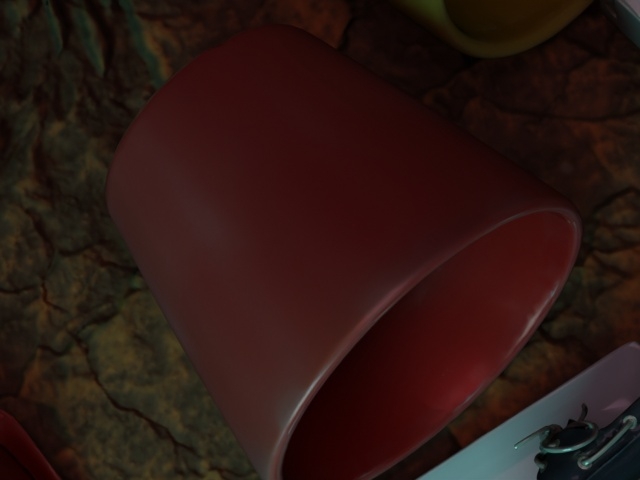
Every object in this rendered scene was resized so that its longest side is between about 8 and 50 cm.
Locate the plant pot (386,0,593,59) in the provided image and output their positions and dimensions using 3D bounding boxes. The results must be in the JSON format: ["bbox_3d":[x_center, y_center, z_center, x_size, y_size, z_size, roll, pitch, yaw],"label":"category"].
[{"bbox_3d":[0.085,-0.291,1.229,0.239,0.254,0.254,37,90,31],"label":"plant pot"}]

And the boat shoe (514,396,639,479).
[{"bbox_3d":[0.190,0.146,1.170,0.254,0.095,0.079,-36,77,3],"label":"boat shoe"}]

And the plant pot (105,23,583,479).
[{"bbox_3d":[0.000,0.000,1.195,0.275,0.275,0.243,-45,65,2],"label":"plant pot"}]

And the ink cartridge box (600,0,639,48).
[{"bbox_3d":[0.267,-0.198,1.236,0.135,0.099,0.056,-42,77,4],"label":"ink cartridge box"}]

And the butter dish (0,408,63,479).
[{"bbox_3d":[-0.264,0.224,1.274,0.160,0.118,0.160,-41,75,4],"label":"butter dish"}]

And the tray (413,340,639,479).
[{"bbox_3d":[0.150,0.202,1.234,0.270,0.030,0.145,-33,77,5],"label":"tray"}]
